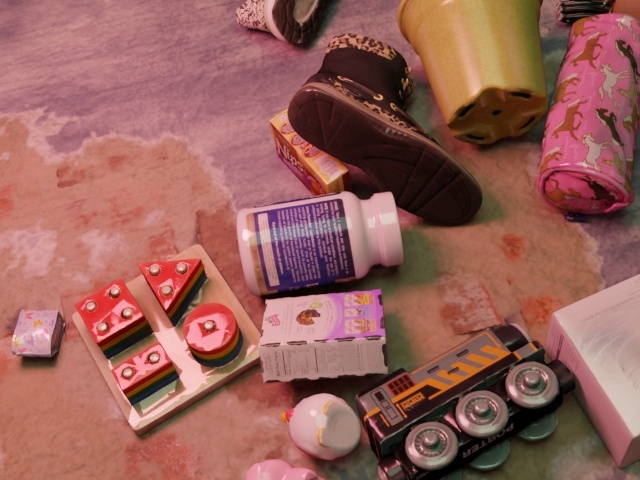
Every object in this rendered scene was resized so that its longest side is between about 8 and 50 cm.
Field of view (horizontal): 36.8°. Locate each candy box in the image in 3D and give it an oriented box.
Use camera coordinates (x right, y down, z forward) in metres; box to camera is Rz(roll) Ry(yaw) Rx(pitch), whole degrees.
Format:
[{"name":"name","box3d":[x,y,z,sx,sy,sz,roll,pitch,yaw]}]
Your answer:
[{"name":"candy box","box3d":[-0.016,-0.142,1.737,0.053,0.109,0.187,-35,61,-14]},{"name":"candy box","box3d":[0.006,0.150,1.527,0.196,0.070,0.165,-5,23,4]}]

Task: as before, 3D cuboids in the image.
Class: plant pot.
[{"name":"plant pot","box3d":[0.295,-0.325,1.734,0.275,0.276,0.254,-9,63,1]}]

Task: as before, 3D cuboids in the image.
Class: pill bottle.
[{"name":"pill bottle","box3d":[0.000,0.000,1.619,0.264,0.153,0.153,-10,57,1]}]

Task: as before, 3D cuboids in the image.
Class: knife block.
[{"name":"knife block","box3d":[0.614,-0.469,1.882,0.242,0.088,0.275,-39,62,-16]}]

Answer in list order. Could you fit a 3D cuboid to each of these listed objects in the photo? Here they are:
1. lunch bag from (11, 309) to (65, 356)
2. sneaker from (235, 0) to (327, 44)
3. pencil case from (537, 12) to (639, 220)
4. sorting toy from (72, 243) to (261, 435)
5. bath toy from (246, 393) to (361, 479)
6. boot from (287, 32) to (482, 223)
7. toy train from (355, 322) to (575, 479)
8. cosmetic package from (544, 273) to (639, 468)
[{"name":"lunch bag","box3d":[-0.481,0.163,1.635,0.071,0.053,0.083,-1,48,4]},{"name":"sneaker","box3d":[-0.050,-0.577,2.013,0.182,0.158,0.410,10,53,33]},{"name":"pencil case","box3d":[0.493,-0.226,1.700,0.160,0.167,0.386,0,57,30]},{"name":"sorting toy","box3d":[-0.257,0.142,1.598,0.255,0.089,0.257,-30,59,-12]},{"name":"bath toy","box3d":[-0.058,0.384,1.406,0.151,0.129,0.348,36,61,-23]},{"name":"boot","box3d":[0.133,-0.211,1.726,0.377,0.138,0.284,28,36,-9]},{"name":"toy train","box3d":[0.213,0.247,1.452,0.333,0.142,0.190,-28,49,-11]},{"name":"cosmetic package","box3d":[0.497,0.183,1.451,0.224,0.138,0.225,-23,59,-8]}]
